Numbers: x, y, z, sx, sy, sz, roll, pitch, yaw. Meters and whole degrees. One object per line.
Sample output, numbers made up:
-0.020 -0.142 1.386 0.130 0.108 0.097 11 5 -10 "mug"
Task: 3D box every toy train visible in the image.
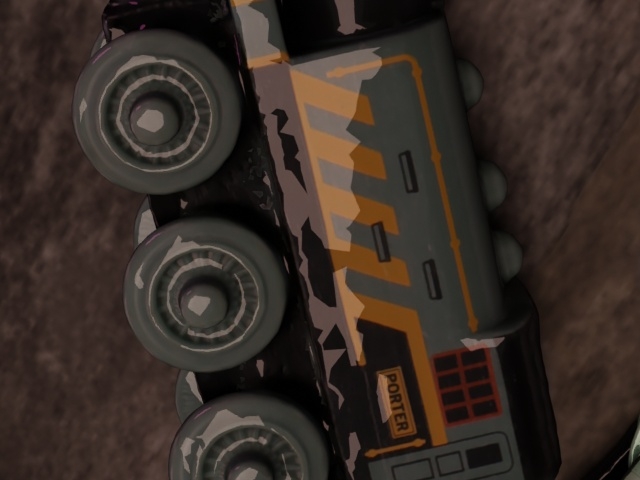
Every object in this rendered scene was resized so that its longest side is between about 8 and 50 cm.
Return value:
0.000 0.000 0.879 0.190 0.142 0.334 -13 105 1 "toy train"

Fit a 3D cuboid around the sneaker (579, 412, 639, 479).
0.240 0.115 0.895 0.256 0.094 0.151 -36 97 17 "sneaker"
